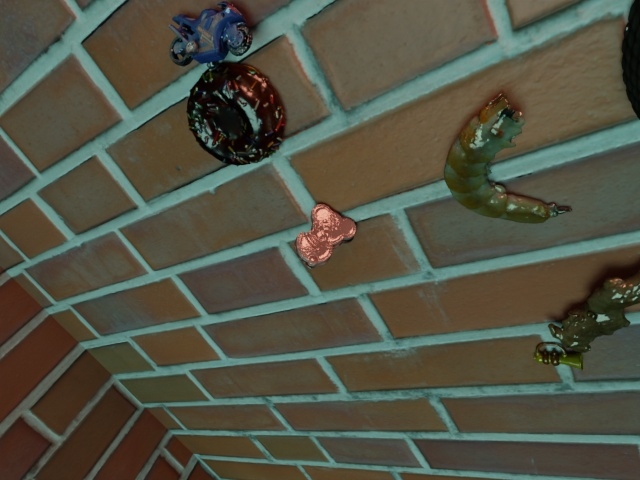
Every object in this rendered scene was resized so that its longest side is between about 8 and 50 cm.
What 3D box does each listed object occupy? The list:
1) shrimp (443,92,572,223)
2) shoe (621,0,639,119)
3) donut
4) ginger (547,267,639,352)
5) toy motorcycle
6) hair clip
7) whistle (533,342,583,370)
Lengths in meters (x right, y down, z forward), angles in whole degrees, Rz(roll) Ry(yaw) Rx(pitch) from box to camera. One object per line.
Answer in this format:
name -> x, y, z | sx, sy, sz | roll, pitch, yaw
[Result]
shrimp -> 0.341, -0.122, 0.869 | 0.185, 0.068, 0.287 | -21, 117, 38
shoe -> 0.529, -0.321, 0.596 | 0.170, 0.132, 0.337 | -4, 124, 15
donut -> -0.192, -0.267, 0.986 | 0.235, 0.089, 0.235 | 12, 128, 15
ginger -> 0.613, 0.143, 0.942 | 0.122, 0.084, 0.290 | 31, 132, 8
toy motorcycle -> -0.218, -0.409, 0.882 | 0.205, 0.076, 0.114 | 3, 86, 26
hair clip -> 0.005, -0.007, 1.071 | 0.123, 0.138, 0.102 | 37, 128, 4
whistle -> 0.585, 0.287, 1.101 | 0.109, 0.046, 0.057 | 0, 141, 32
